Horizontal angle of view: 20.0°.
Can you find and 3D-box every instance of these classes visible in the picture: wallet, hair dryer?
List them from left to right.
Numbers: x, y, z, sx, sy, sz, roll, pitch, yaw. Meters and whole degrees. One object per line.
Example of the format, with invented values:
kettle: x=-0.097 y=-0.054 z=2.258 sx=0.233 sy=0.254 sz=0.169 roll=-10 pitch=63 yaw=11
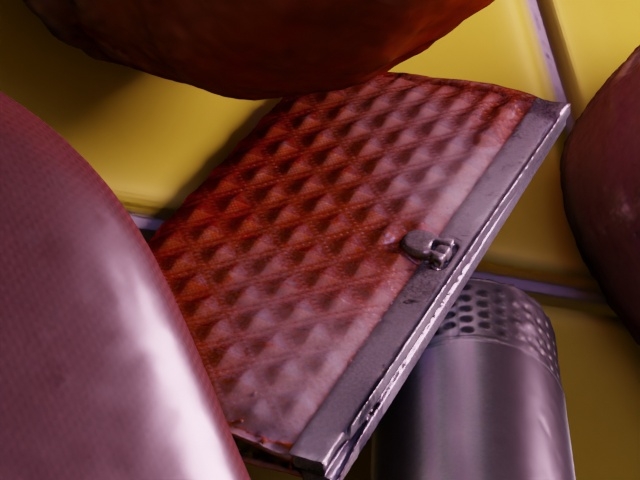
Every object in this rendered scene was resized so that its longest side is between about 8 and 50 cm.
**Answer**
wallet: x=0.000 y=0.000 z=0.588 sx=0.103 sy=0.020 sz=0.196 roll=12 pitch=40 yaw=24
hair dryer: x=0.123 y=0.169 z=0.489 sx=0.284 sy=0.155 sz=0.320 roll=23 pitch=38 yaw=-5

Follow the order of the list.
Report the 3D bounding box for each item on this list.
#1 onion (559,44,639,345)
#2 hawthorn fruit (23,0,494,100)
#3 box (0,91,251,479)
onion: x=0.267 y=-0.028 z=0.733 sx=0.267 sy=0.159 sz=0.349 roll=46 pitch=45 yaw=0
hawthorn fruit: x=-0.005 y=-0.176 z=0.622 sx=0.242 sy=0.242 sz=0.272 roll=46 pitch=28 yaw=4
box: x=-0.172 y=0.094 z=0.269 sx=0.404 sy=0.108 sz=0.263 roll=-13 pitch=73 yaw=-40
